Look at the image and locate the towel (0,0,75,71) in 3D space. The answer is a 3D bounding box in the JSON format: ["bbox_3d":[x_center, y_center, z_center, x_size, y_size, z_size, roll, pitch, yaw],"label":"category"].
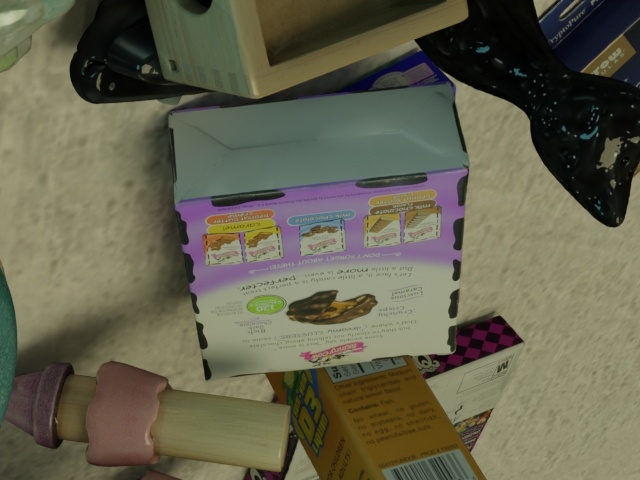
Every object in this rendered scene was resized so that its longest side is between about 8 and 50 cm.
[{"bbox_3d":[-0.244,-0.150,0.555,0.320,0.090,0.374,-27,148,-22],"label":"towel"}]

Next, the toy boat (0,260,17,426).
[{"bbox_3d":[-0.258,0.114,0.778,0.318,0.148,0.267,-52,153,-16],"label":"toy boat"}]

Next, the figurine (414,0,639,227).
[{"bbox_3d":[0.143,-0.148,0.861,0.092,0.209,0.215,-4,135,-46],"label":"figurine"}]

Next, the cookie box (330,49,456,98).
[{"bbox_3d":[0.037,-0.057,1.040,0.092,0.040,0.107,-27,148,-17],"label":"cookie box"}]

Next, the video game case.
[{"bbox_3d":[0.042,0.172,1.361,0.232,0.042,0.210,-17,144,-32],"label":"video game case"}]

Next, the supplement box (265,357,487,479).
[{"bbox_3d":[0.034,0.126,1.092,0.080,0.233,0.078,-10,139,-25],"label":"supplement box"}]

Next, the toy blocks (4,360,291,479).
[{"bbox_3d":[-0.165,0.257,1.050,0.260,0.309,0.288,8,154,4],"label":"toy blocks"}]

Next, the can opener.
[{"bbox_3d":[-0.055,-0.100,0.866,0.186,0.073,0.059,-14,135,-51],"label":"can opener"}]

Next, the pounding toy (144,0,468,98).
[{"bbox_3d":[-0.046,-0.175,0.734,0.181,0.094,0.206,-24,114,-29],"label":"pounding toy"}]

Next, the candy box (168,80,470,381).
[{"bbox_3d":[0.000,0.000,0.989,0.165,0.070,0.196,-6,145,-3],"label":"candy box"}]

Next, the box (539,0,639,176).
[{"bbox_3d":[0.224,-0.126,1.159,0.136,0.036,0.225,-44,149,9],"label":"box"}]
